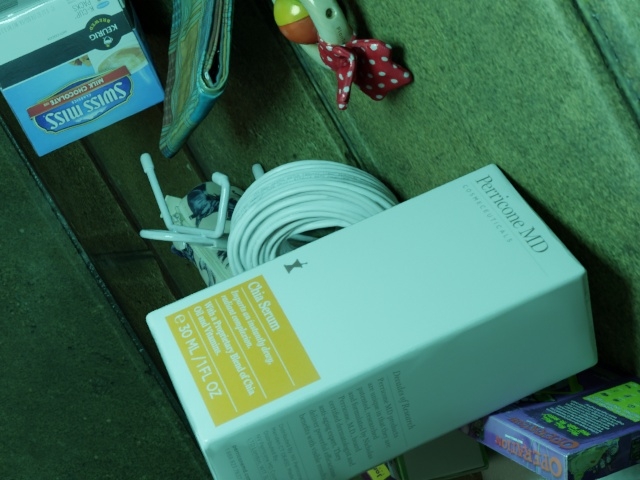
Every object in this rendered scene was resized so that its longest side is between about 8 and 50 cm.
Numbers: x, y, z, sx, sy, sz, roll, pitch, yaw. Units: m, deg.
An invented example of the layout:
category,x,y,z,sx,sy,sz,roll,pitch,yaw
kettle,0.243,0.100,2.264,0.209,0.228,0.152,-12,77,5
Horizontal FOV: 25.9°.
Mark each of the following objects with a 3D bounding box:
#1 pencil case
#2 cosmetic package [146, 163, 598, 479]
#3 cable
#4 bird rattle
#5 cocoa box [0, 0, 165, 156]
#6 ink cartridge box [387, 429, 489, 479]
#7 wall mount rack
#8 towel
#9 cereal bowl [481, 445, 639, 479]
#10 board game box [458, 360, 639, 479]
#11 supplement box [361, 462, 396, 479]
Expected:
category,x,y,z,sx,sy,sz,roll,pitch,yaw
pencil case,-0.117,0.051,2.266,0.410,0.183,0.160,47,129,53
cosmetic package,0.058,0.113,1.581,0.230,0.453,0.161,-124,13,-47
cable,0.000,0.000,1.931,0.089,0.257,0.257,-93,17,-46
bird rattle,0.002,-0.281,1.722,0.253,0.143,0.207,50,175,-20
cocoa box,-0.408,-0.331,2.230,0.347,0.231,0.228,-117,3,-61
ink cartridge box,0.137,0.226,1.943,0.289,0.121,0.211,95,160,-82
wall mount rack,-0.124,-0.054,2.131,0.304,0.350,0.130,12,96,59
towel,-0.178,-0.284,1.966,0.370,0.040,0.271,149,127,-71
cereal bowl,0.326,0.357,1.859,0.339,0.141,0.339,46,157,25
board game box,0.259,0.188,1.650,0.347,0.208,0.056,24,118,57
supplement box,0.137,0.298,2.121,0.104,0.188,0.081,55,169,3
